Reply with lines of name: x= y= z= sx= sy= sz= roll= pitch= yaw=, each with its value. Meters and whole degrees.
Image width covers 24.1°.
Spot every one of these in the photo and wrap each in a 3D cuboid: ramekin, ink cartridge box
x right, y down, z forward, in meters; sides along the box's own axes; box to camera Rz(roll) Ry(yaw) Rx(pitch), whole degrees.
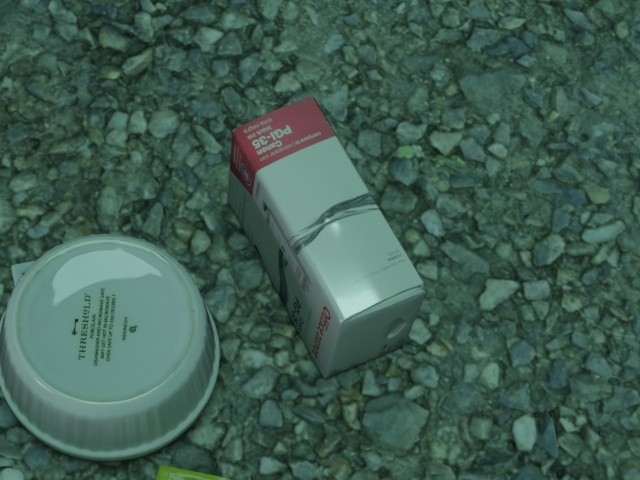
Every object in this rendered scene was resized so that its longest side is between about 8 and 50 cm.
ramekin: x=-0.252 y=0.116 z=1.777 sx=0.273 sy=0.127 sz=0.273 roll=3 pitch=65 yaw=-6
ink cartridge box: x=0.000 y=0.000 z=1.843 sx=0.117 sy=0.207 sz=0.283 roll=-24 pitch=70 yaw=-16

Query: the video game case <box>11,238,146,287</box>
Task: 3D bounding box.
video game case: x=-0.281 y=0.101 z=1.865 sx=0.173 sy=0.022 sz=0.190 roll=-12 pitch=66 yaw=-12

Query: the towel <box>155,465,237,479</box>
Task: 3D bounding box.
towel: x=-0.167 y=0.383 z=1.748 sx=0.102 sy=0.021 sz=0.237 roll=13 pitch=64 yaw=-2

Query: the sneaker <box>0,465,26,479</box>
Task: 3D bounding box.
sneaker: x=-0.343 y=0.402 z=1.687 sx=0.129 sy=0.111 sz=0.297 roll=5 pitch=68 yaw=-22
